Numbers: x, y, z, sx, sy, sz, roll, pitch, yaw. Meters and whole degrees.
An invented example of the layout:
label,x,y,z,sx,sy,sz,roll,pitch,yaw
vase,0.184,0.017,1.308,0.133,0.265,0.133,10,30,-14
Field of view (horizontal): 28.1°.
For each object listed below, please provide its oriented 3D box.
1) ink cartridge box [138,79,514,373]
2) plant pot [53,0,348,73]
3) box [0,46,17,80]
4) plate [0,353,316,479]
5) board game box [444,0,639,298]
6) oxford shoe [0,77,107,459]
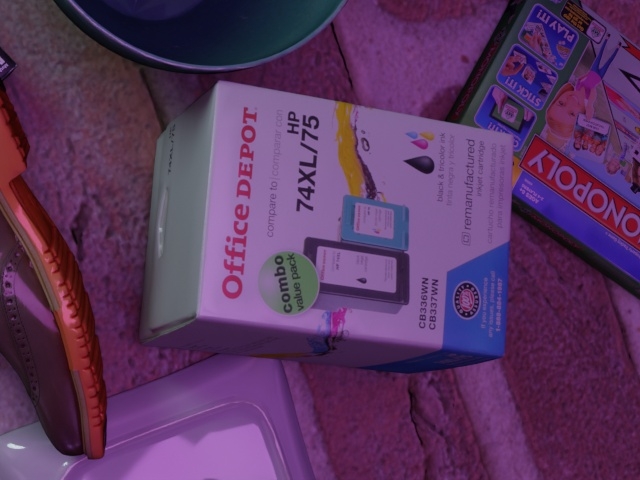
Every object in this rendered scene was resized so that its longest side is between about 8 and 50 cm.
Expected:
label,x,y,z,sx,sy,sz,roll,pitch,yaw
ink cartridge box,0.000,0.000,1.111,0.270,0.197,0.198,8,78,-20
plant pot,-0.123,-0.272,1.084,0.290,0.195,0.290,1,87,-21
box,-0.384,-0.148,1.059,0.184,0.045,0.191,47,72,-16
plate,-0.119,0.260,1.144,0.277,0.045,0.278,-19,95,-22
board game box,0.290,-0.096,1.319,0.317,0.046,0.214,33,76,-17
oxford shoe,-0.273,0.023,1.046,0.132,0.130,0.364,-20,99,-6
